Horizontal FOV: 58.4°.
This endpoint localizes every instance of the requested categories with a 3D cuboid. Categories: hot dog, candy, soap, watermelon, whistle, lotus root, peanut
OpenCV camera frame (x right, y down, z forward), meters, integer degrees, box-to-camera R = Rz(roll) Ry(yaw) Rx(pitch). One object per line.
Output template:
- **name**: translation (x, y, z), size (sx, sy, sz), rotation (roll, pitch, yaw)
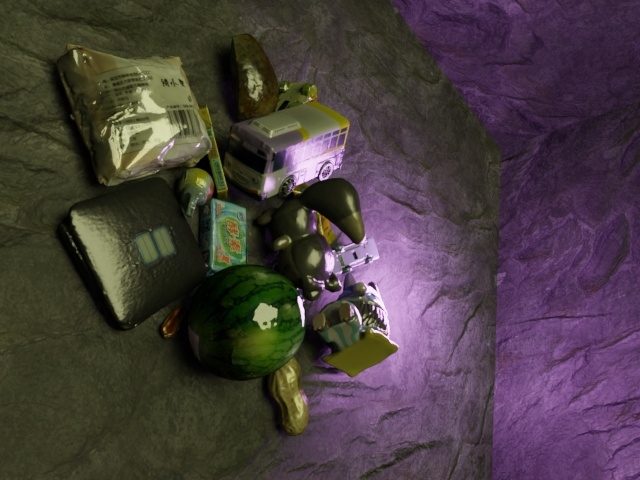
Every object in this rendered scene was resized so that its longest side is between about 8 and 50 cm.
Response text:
- **hot dog**: translation (-0.423, 0.234, 1.657), size (0.049, 0.037, 0.122), rotation (46, 39, -13)
- **candy**: translation (-0.032, -0.113, 2.191), size (0.297, 0.081, 0.187), rotation (63, 20, -8)
- **soap**: translation (-0.312, -0.001, 1.839), size (0.156, 0.077, 0.294), rotation (14, 66, -47)
- **watermelon**: translation (-0.211, 0.233, 1.676), size (0.363, 0.363, 0.364), rotation (21, 61, -45)
- **whistle**: translation (-0.378, -0.141, 1.743), size (0.123, 0.122, 0.223), rotation (45, 18, -31)
- **lotus root**: translation (-0.237, -0.591, 2.062), size (0.210, 0.142, 0.314), rotation (-16, 82, -30)
- **peanut**: translation (-0.106, 0.507, 1.876), size (0.125, 0.111, 0.275), rotation (-12, 86, -47)

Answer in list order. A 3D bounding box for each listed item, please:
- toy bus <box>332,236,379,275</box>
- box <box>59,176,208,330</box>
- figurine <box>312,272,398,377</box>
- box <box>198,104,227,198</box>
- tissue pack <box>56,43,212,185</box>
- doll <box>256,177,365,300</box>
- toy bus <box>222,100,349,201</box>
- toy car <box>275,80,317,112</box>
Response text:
- **toy bus**: translation (0.095, 0.069, 2.256), size (0.329, 0.135, 0.109), rotation (-17, 88, -51)
- **box**: translation (-0.504, 0.026, 1.591), size (0.350, 0.091, 0.359), rotation (-36, 105, -49)
- **figurine**: translation (0.095, 0.258, 2.131), size (0.361, 0.266, 0.378), rotation (56, 15, -42)
- **box**: translation (-0.351, -0.278, 1.847), size (0.040, 0.153, 0.279), rotation (-14, 88, -11)
- **tissue pack**: translation (-0.515, -0.362, 1.636), size (0.375, 0.195, 0.390), rotation (-17, 90, -48)
- **doll**: translation (-0.014, 0.007, 1.961), size (0.252, 0.378, 0.383), rotation (-28, 89, -52)
- **toy bus**: translation (-0.115, -0.322, 1.988), size (0.439, 0.209, 0.249), rotation (-28, 143, -42)
- **toy car**: translation (-0.090, -0.491, 2.244), size (0.235, 0.145, 0.235), rotation (-31, 128, -51)
